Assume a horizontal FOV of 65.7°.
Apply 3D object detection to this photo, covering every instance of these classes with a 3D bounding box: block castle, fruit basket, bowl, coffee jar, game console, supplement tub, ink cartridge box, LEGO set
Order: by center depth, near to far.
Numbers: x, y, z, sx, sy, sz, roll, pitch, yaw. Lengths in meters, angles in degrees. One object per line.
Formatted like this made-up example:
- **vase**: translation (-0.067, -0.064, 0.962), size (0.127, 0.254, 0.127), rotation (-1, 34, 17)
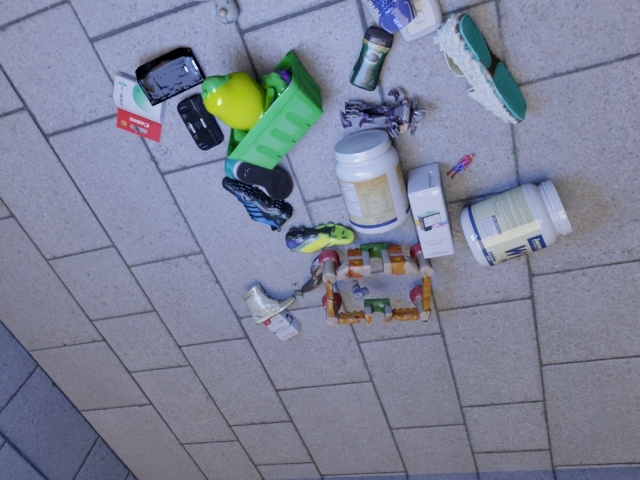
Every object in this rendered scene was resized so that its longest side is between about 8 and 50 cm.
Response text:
- **bowl**: translation (0.296, -0.686, 1.509), size (0.142, 0.053, 0.142), rotation (-17, 118, 20)
- **coffee jar**: translation (0.163, -0.581, 1.588), size (0.096, 0.079, 0.184), rotation (21, 126, -2)
- **fruit basket**: translation (-0.220, -0.447, 1.624), size (0.391, 0.283, 0.392), rotation (-2, 134, -2)
- **supplement tub**: translation (0.180, -0.207, 1.752), size (0.228, 0.228, 0.316), rotation (-9, 122, 16)
- **supplement tub**: translation (0.686, -0.061, 1.754), size (0.324, 0.235, 0.235), rotation (-23, 117, 24)
- **game console**: translation (-0.479, -0.482, 1.768), size (0.213, 0.044, 0.361), rotation (-23, 122, 3)
- **ink cartridge box**: translation (0.400, -0.109, 1.794), size (0.117, 0.201, 0.278), rotation (-11, 121, 17)
- **ink cartridge box**: translation (-0.673, -0.479, 1.830), size (0.180, 0.056, 0.225), rotation (20, 124, -4)
- **block castle**: translation (0.222, 0.166, 1.994), size (0.453, 0.213, 0.303), rotation (-4, 120, 3)
- **LEGO set**: translation (-0.100, 0.225, 2.231), size (0.054, 0.023, 0.083), rotation (-2, 111, 9)
- **ink cartridge box**: translation (-0.183, 0.388, 2.328), size (0.109, 0.063, 0.150), rotation (-31, 114, 27)

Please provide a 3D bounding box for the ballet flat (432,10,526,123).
- **ballet flat**: translation (0.495, -0.525, 1.549), size (0.147, 0.147, 0.409), rotation (-31, 118, 27)

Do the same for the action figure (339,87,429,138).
- **action figure**: translation (0.215, -0.416, 1.644), size (0.284, 0.185, 0.099), rotation (2, 143, 16)

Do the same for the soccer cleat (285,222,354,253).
- **soccer cleat**: translation (0.000, -0.001, 2.019), size (0.289, 0.093, 0.121), rotation (-2, 135, 13)

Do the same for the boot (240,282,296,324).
- **boot**: translation (-0.234, 0.259, 2.225), size (0.213, 0.077, 0.165), rotation (-31, 85, 1)

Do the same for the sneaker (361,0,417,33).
- **sneaker**: translation (0.130, -0.727, 1.404), size (0.127, 0.182, 0.316), rotation (-29, 104, 34)

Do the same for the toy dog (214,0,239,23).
- **toy dog**: translation (-0.347, -0.818, 1.469), size (0.220, 0.161, 0.333), rotation (-34, 112, 29)

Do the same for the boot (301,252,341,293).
- **boot**: translation (-0.021, 0.135, 2.126), size (0.219, 0.082, 0.106), rotation (-37, 101, 19)

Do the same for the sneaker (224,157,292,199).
- **sneaker**: translation (-0.250, -0.252, 1.870), size (0.295, 0.178, 0.124), rotation (25, 99, -50)

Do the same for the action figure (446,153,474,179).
- **action figure**: translation (0.505, -0.267, 1.775), size (0.038, 0.030, 0.115), rotation (37, 121, -9)

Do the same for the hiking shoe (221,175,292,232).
- **hiking shoe**: translation (-0.265, -0.139, 1.951), size (0.304, 0.113, 0.132), rotation (32, 123, -12)
